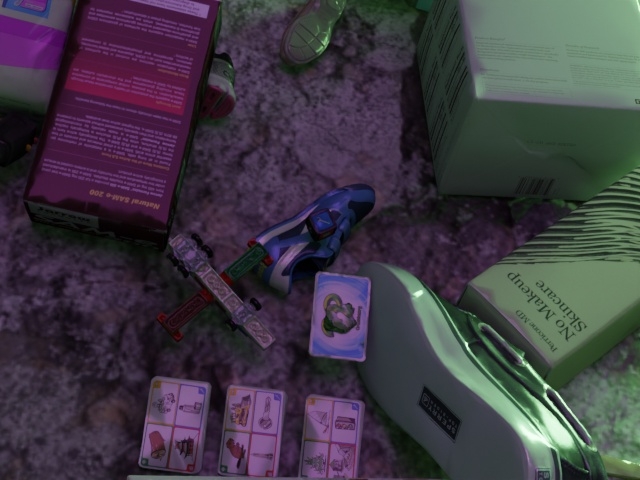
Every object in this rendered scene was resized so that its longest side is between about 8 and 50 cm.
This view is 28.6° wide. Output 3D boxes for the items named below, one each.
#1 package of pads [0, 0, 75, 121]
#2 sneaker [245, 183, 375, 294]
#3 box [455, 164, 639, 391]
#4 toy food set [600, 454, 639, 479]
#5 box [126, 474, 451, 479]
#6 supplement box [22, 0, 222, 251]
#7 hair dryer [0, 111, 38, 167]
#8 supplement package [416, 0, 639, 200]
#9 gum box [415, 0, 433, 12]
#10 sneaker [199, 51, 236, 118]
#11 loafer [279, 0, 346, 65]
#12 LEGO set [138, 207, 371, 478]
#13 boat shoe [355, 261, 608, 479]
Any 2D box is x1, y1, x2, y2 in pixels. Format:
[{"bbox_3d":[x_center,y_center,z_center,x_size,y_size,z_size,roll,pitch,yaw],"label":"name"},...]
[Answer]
[{"bbox_3d":[-0.334,-0.280,1.165,0.229,0.101,0.296,13,83,-14],"label":"package of pads"},{"bbox_3d":[0.000,0.000,1.157,0.144,0.053,0.059,-34,64,-21],"label":"sneaker"},{"bbox_3d":[0.251,0.036,1.160,0.275,0.094,0.113,-32,67,-31],"label":"box"},{"bbox_3d":[0.280,0.261,1.037,0.132,0.038,0.192,11,53,-5],"label":"toy food set"},{"bbox_3d":[0.008,0.226,0.986,0.324,0.067,0.063,3,53,-11],"label":"box"},{"bbox_3d":[-0.175,-0.123,1.145,0.130,0.073,0.239,13,73,-3],"label":"supplement box"},{"bbox_3d":[-0.389,-0.014,1.083,0.224,0.080,0.293,8,45,10],"label":"hair dryer"},{"bbox_3d":[0.214,-0.164,1.261,0.194,0.149,0.203,3,54,-10],"label":"supplement package"},{"bbox_3d":[0.215,-0.298,1.428,0.184,0.041,0.157,18,54,1],"label":"gum box"},{"bbox_3d":[-0.160,-0.174,1.243,0.170,0.063,0.074,14,46,-1],"label":"sneaker"},{"bbox_3d":[-0.012,-0.225,1.332,0.045,0.039,0.125,45,54,-21],"label":"loafer"},{"bbox_3d":[-0.051,0.086,1.080,0.182,0.060,0.244,7,72,-6],"label":"LEGO set"},{"bbox_3d":[0.125,0.116,1.040,0.102,0.108,0.301,1,27,-31],"label":"boat shoe"}]
